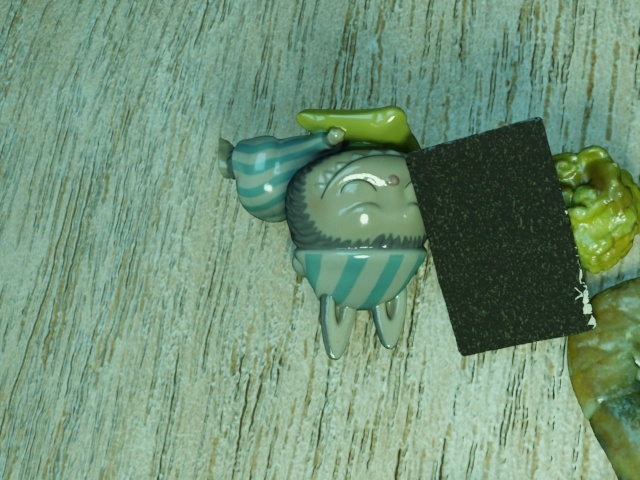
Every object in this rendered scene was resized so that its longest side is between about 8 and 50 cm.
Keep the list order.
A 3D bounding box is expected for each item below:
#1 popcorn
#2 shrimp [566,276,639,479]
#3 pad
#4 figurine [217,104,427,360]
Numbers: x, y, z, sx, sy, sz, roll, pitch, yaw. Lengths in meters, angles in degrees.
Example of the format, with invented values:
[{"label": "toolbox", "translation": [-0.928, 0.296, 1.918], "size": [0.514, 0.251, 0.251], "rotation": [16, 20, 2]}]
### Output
[{"label": "popcorn", "translation": [0.402, -0.045, 1.760], "size": [0.197, 0.155, 0.198], "rotation": [-4, 81, 28]}, {"label": "shrimp", "translation": [0.519, 0.252, 1.650], "size": [0.272, 0.085, 0.445], "rotation": [-18, 61, 10]}, {"label": "pad", "translation": [0.269, -0.001, 1.731], "size": [0.220, 0.004, 0.330], "rotation": [-14, 95, 20]}, {"label": "figurine", "translation": [0.000, 0.000, 1.853], "size": [0.361, 0.266, 0.378], "rotation": [-6, 66, 30]}]
